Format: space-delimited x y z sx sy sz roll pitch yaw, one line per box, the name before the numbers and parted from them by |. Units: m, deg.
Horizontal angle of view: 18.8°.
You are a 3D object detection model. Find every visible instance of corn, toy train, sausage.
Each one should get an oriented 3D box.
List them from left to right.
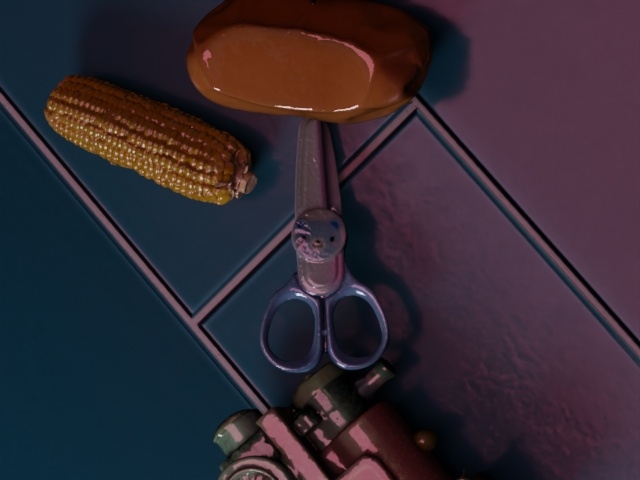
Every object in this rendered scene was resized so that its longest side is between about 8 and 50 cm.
corn | -0.171 -0.102 1.939 0.238 0.080 0.080 23 104 16
sausage | -0.013 -0.177 1.840 0.241 0.136 0.120 7 110 17
toy train | 0.041 0.257 1.873 0.221 0.150 0.304 -42 79 9

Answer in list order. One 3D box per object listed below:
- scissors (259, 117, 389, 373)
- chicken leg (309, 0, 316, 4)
scissors | 0.000 0.000 1.878 0.125 0.030 0.256 -3 80 4
chicken leg | 0.005 -0.317 1.818 0.063 0.105 0.234 18 77 -9
